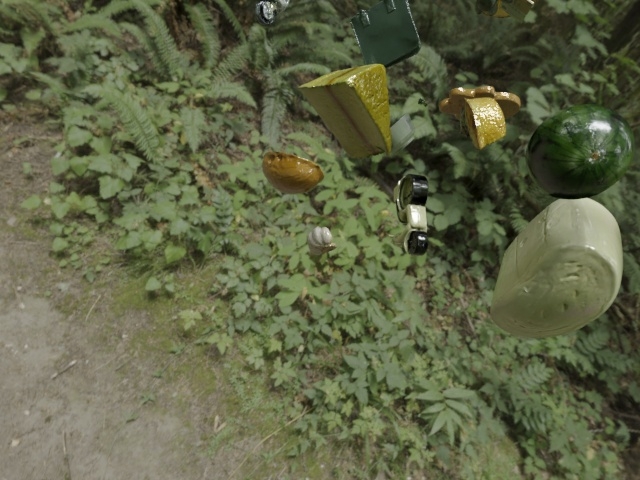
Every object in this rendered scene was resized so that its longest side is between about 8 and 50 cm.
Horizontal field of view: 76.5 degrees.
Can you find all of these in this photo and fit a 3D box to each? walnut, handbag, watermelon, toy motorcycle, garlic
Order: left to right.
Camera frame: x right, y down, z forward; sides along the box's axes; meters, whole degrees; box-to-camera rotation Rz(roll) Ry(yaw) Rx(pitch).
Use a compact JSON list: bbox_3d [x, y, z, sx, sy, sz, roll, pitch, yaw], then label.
[{"bbox_3d":[-0.132,-0.698,1.073,0.074,0.229,0.151,17,36,40],"label":"toy motorcycle"},{"bbox_3d":[-0.092,-0.182,1.172,0.167,0.211,0.087,36,73,-39],"label":"walnut"},{"bbox_3d":[-0.003,-0.004,1.302,0.074,0.113,0.094,5,56,-38],"label":"garlic"},{"bbox_3d":[0.275,-0.874,1.709,0.079,0.247,0.260,-28,99,-62],"label":"handbag"},{"bbox_3d":[0.656,-0.224,1.040,0.242,0.242,0.242,23,37,-18],"label":"watermelon"}]

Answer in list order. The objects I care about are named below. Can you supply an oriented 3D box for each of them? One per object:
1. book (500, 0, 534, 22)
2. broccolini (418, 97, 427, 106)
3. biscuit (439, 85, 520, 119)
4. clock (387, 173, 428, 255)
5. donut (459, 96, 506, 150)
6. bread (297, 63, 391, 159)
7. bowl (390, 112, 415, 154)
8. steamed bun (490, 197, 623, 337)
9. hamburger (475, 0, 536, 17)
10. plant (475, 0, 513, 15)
[{"bbox_3d":[0.791,-0.952,1.642,0.118,0.012,0.172,42,12,7],"label":"book"},{"bbox_3d":[0.506,-0.671,1.984,0.035,0.030,0.140,11,26,-7],"label":"broccolini"},{"bbox_3d":[0.736,-0.627,1.863,0.354,0.275,0.052,4,81,-4],"label":"biscuit"},{"bbox_3d":[0.392,-0.100,1.783,0.120,0.276,0.379,8,74,-9],"label":"clock"},{"bbox_3d":[0.544,-0.421,1.379,0.112,0.151,0.295,-11,24,9],"label":"donut"},{"bbox_3d":[0.119,-0.427,1.479,0.233,0.362,0.245,8,37,37],"label":"bread"},{"bbox_3d":[0.353,-0.473,1.867,0.112,0.211,0.211,49,34,-5],"label":"bowl"},{"bbox_3d":[0.803,0.118,1.363,0.290,0.456,0.371,30,48,7],"label":"steamed bun"},{"bbox_3d":[0.876,-1.270,1.853,0.395,0.395,0.278,4,65,-37],"label":"hamburger"},{"bbox_3d":[0.557,-0.898,1.392,0.146,0.149,0.274,19,-5,45],"label":"plant"}]
